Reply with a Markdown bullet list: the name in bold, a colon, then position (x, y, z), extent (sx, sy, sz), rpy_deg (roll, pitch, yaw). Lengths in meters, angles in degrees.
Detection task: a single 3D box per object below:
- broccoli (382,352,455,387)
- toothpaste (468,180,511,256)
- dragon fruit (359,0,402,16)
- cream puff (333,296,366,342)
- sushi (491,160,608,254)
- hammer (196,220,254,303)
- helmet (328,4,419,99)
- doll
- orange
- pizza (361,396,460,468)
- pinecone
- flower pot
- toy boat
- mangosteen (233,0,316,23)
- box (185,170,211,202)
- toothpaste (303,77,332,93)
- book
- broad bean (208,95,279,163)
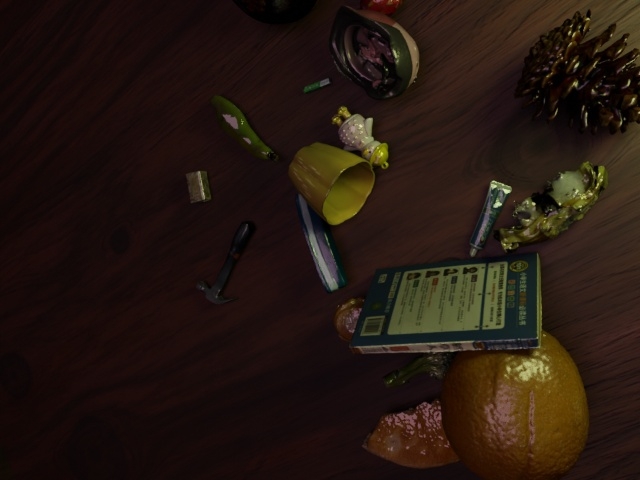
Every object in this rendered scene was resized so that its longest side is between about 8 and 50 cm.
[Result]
- **broccoli**: position (0.253, 0.326, 1.449), extent (0.204, 0.122, 0.118), rpy_deg (-21, 119, -14)
- **toothpaste**: position (0.416, -0.051, 1.424), extent (0.057, 0.035, 0.197), rpy_deg (21, 102, 6)
- **dragon fruit**: position (0.126, -0.606, 1.488), extent (0.190, 0.094, 0.094), rpy_deg (-25, 83, 36)
- **cream puff**: position (0.111, 0.215, 1.550), extent (0.144, 0.103, 0.126), rpy_deg (-10, 95, 25)
- **sushi**: position (0.529, -0.074, 1.315), extent (0.291, 0.139, 0.131), rpy_deg (-35, 72, 25)
- **hammer**: position (-0.275, 0.070, 1.755), extent (0.137, 0.037, 0.290), rpy_deg (35, 108, 19)
- **helmet**: position (0.153, -0.484, 1.449), extent (0.253, 0.154, 0.198), rpy_deg (59, 152, 19)
- **doll**: position (0.112, -0.270, 1.524), extent (0.207, 0.081, 0.129), rpy_deg (50, 131, 11)
- **orange**: position (0.436, 0.368, 1.296), extent (0.322, 0.322, 0.357), rpy_deg (0, 94, 25)
- **pizza**: position (0.274, 0.517, 1.515), extent (0.365, 0.074, 0.182), rpy_deg (-19, 88, 26)
- **pinecone**: position (0.576, -0.337, 1.217), extent (0.292, 0.246, 0.246), rpy_deg (30, 107, 4)
- **flower pot**: position (0.017, -0.166, 1.527), extent (0.179, 0.195, 0.195), rpy_deg (37, 109, 31)
- **toy boat**: position (0.000, 0.000, 1.593), extent (0.062, 0.096, 0.299), rpy_deg (-22, 82, 14)
- **mangosteen**: position (-0.117, -0.736, 1.517), extent (0.275, 0.275, 0.302), rpy_deg (16, 69, 23)
- **box**: position (-0.384, -0.168, 1.783), extent (0.062, 0.045, 0.098), rpy_deg (-8, 89, 26)
- **toothpaste**: position (-0.009, -0.435, 1.598), extent (0.083, 0.020, 0.017), rpy_deg (-14, 90, 26)
- **book**: position (0.302, 0.149, 1.362), extent (0.428, 0.300, 0.039), rpy_deg (-7, 123, 26)
- **broad bean**: position (-0.226, -0.322, 1.691), extent (0.325, 0.067, 0.075), rpy_deg (44, 140, 14)
